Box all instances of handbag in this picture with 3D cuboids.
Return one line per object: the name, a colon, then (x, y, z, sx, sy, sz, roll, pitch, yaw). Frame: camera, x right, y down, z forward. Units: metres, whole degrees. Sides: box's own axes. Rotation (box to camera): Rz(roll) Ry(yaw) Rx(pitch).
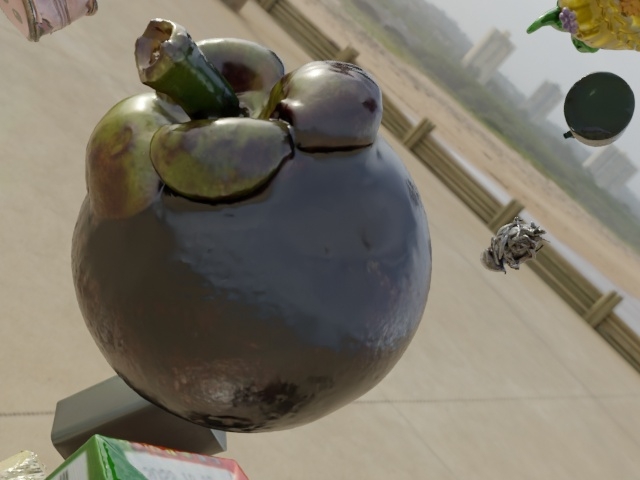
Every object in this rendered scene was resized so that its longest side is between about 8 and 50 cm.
handbag: (-0.408, -0.384, 1.142, 0.179, 0.116, 0.205, 39, -26, 31)

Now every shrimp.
shrimp: (0.244, 0.005, 1.016, 0.057, 0.065, 0.165, 55, -8, 9)

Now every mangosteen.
mangosteen: (-0.041, -0.007, 0.655, 0.296, 0.313, 0.297, 26, 27, -14)

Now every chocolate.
chocolate: (-0.293, 0.447, 1.165, 0.341, 0.360, 0.161, 30, 24, -50)

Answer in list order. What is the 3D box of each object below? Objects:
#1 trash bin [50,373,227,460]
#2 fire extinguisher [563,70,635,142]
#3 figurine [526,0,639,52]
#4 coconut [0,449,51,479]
trash bin: (-0.297, 0.298, 1.343, 0.122, 0.240, 0.164, -106, 174, -57)
fire extinguisher: (0.420, -0.190, 1.249, 0.095, 0.114, 0.311, 60, 20, 6)
figurine: (0.198, -0.178, 0.559, 0.114, 0.095, 0.156, -1, -6, -26)
coconut: (-0.546, 0.494, 1.364, 0.233, 0.245, 0.233, 45, -25, 28)
